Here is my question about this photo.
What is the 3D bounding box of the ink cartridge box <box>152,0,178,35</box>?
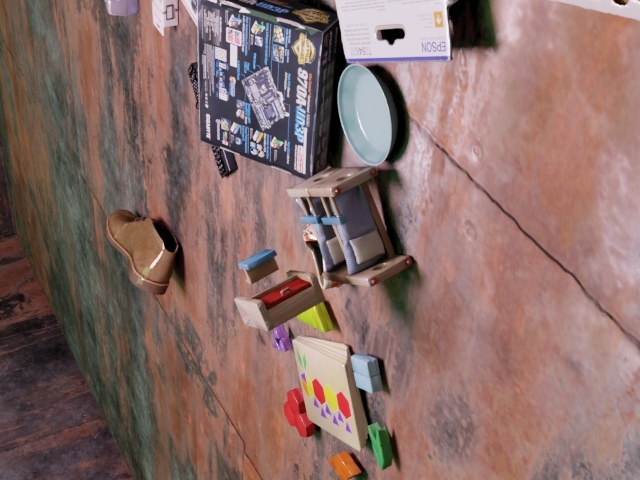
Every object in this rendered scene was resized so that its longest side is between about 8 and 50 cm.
[{"bbox_3d":[-0.258,-0.388,1.689,0.048,0.028,0.083,53,149,39],"label":"ink cartridge box"}]

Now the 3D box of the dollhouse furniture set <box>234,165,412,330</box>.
[{"bbox_3d":[-0.013,0.008,1.206,0.129,0.183,0.129,4,119,64],"label":"dollhouse furniture set"}]

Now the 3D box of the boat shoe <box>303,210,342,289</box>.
[{"bbox_3d":[0.000,0.000,1.370,0.137,0.043,0.049,69,158,12],"label":"boat shoe"}]

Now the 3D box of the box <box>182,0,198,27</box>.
[{"bbox_3d":[-0.150,-0.405,1.375,0.290,0.087,0.169,59,152,30],"label":"box"}]

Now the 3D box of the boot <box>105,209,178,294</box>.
[{"bbox_3d":[-0.363,-0.007,2.121,0.115,0.112,0.305,-64,35,15],"label":"boot"}]

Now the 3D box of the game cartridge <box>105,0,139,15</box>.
[{"bbox_3d":[-0.297,-0.535,1.465,0.230,0.068,0.355,-110,22,-49],"label":"game cartridge"}]

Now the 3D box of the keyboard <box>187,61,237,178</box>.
[{"bbox_3d":[-0.185,-0.197,1.648,0.100,0.038,0.192,-25,83,66],"label":"keyboard"}]

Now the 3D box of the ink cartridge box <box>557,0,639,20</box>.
[{"bbox_3d":[0.218,-0.274,0.740,0.181,0.056,0.225,36,155,53],"label":"ink cartridge box"}]

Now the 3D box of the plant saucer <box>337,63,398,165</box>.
[{"bbox_3d":[0.058,-0.147,1.175,0.119,0.021,0.119,44,144,46],"label":"plant saucer"}]

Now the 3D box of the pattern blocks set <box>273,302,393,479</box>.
[{"bbox_3d":[0.013,0.218,1.501,0.325,0.026,0.285,29,131,57],"label":"pattern blocks set"}]

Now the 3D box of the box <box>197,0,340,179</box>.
[{"bbox_3d":[-0.069,-0.198,1.276,0.175,0.051,0.220,21,132,20],"label":"box"}]

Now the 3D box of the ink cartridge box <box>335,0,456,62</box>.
[{"bbox_3d":[0.072,-0.293,1.021,0.223,0.045,0.224,19,124,62],"label":"ink cartridge box"}]
